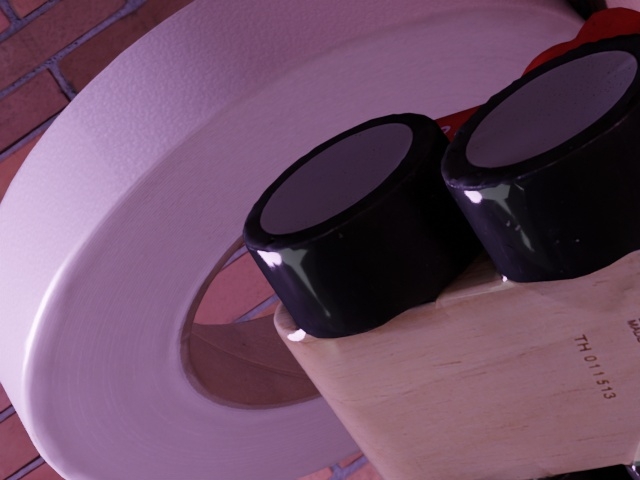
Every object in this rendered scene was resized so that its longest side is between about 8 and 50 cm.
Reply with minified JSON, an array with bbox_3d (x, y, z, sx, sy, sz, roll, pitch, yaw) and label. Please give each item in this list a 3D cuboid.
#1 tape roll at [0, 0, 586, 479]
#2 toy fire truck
[{"bbox_3d":[0.000,0.000,1.005,0.072,0.392,0.392,56,180,34],"label":"tape roll"},{"bbox_3d":[0.134,-0.027,0.473,0.158,0.217,0.246,55,-139,-21],"label":"toy fire truck"}]
